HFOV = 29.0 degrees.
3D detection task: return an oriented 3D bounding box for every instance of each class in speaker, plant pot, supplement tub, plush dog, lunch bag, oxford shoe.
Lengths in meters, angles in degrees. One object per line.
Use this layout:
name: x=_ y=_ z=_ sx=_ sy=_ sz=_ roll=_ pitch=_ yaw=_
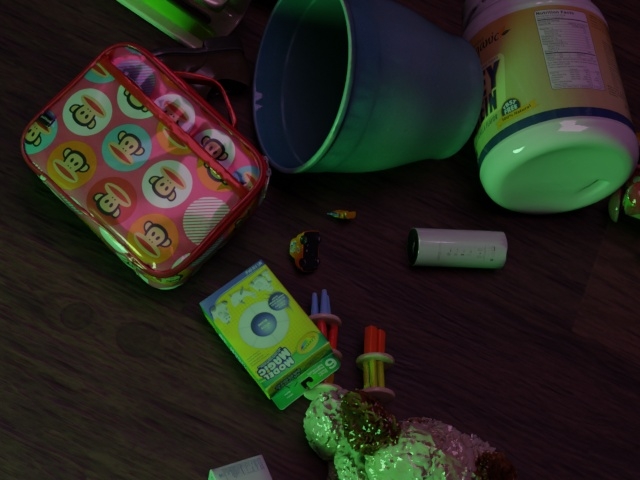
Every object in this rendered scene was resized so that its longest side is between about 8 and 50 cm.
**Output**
speaker: x=0.192 y=0.011 z=1.749 sx=0.136 sy=0.055 sz=0.055 roll=2 pitch=61 yaw=-14
plant pot: x=0.077 y=-0.215 z=1.740 sx=0.255 sy=0.271 sz=0.271 roll=5 pitch=59 yaw=-31
supplement tub: x=0.325 y=-0.222 z=1.816 sx=0.228 sy=0.228 sz=0.316 roll=1 pitch=61 yaw=-15
plush dog: x=0.103 y=0.281 z=1.472 sx=0.263 sy=0.225 sz=0.210 roll=20 pitch=58 yaw=-4
lunch bag: x=-0.215 y=-0.110 z=1.629 sx=0.293 sy=0.120 sz=0.258 roll=42 pitch=79 yaw=7
oxford shoe: x=-0.204 y=-0.223 z=1.758 sx=0.227 sy=0.083 sz=0.096 roll=-16 pitch=77 yaw=-18

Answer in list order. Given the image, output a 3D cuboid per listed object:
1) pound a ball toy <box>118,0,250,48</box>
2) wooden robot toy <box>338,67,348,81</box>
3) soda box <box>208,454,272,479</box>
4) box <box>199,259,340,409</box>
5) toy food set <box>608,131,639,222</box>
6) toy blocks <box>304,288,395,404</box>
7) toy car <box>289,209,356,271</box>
pound a ball toy: x=-0.205 y=-0.421 z=1.793 sx=0.319 sy=0.208 sz=0.135 roll=33 pitch=58 yaw=5
wooden robot toy: x=0.041 y=-0.325 z=1.883 sx=0.076 sy=0.079 sz=0.173 roll=15 pitch=58 yaw=-7
soda box: x=-0.066 y=0.367 z=1.451 sx=0.069 sy=0.074 sz=0.216 roll=-13 pitch=58 yaw=-21
box: x=-0.064 y=0.122 z=1.591 sx=0.105 sy=0.043 sz=0.179 roll=-36 pitch=65 yaw=-10
toy food set: x=0.471 y=-0.084 z=1.851 sx=0.071 sy=0.128 sz=0.217 roll=7 pitch=62 yaw=13
toy blocks: x=0.037 y=0.138 z=1.635 sx=0.123 sy=0.054 sz=0.148 roll=6 pitch=60 yaw=-12
toy car: x=0.000 y=0.000 z=1.725 sx=0.041 sy=0.060 sz=0.122 roll=8 pitch=25 yaw=40
